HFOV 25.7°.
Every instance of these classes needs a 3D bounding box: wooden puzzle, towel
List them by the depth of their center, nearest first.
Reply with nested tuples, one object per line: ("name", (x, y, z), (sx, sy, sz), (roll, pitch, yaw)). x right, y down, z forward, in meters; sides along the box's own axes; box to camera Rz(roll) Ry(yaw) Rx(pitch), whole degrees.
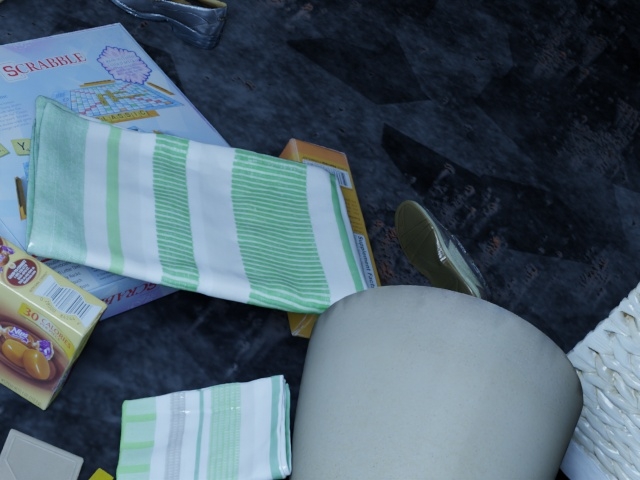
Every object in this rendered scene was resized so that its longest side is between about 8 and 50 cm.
("wooden puzzle", (-0.236, 0.195, 1.170), (0.116, 0.014, 0.078), (29, 33, -5))
("towel", (-0.102, 0.169, 1.219), (0.152, 0.023, 0.113), (-9, 41, 5))
("towel", (-0.116, -0.031, 1.334), (0.325, 0.038, 0.248), (14, 32, -20))

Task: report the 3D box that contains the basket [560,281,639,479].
("basket", (0.440, 0.163, 1.468), (0.331, 0.266, 0.328), (45, 34, 16))

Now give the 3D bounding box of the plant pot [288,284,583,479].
("plant pot", (0.073, 0.223, 1.199), (0.257, 0.256, 0.274), (28, 51, -7))

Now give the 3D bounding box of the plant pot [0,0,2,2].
("plant pot", (-0.411, -0.384, 1.539), (0.237, 0.237, 0.254), (-1, 63, -37))

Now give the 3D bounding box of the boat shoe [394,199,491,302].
("boat shoe", (0.140, 0.019, 1.607), (0.049, 0.056, 0.152), (-11, 64, -48))

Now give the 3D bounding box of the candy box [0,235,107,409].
("candy box", (-0.288, 0.052, 1.211), (0.187, 0.109, 0.053), (32, 37, -2))

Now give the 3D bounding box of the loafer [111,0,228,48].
("loafer", (-0.191, -0.299, 1.709), (0.170, 0.061, 0.062), (23, 39, -11))

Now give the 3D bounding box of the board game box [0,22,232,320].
("board game box", (-0.238, -0.075, 1.422), (0.319, 0.066, 0.318), (-20, 62, -46))

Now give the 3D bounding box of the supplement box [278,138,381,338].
("supplement box", (0.000, 0.000, 1.503), (0.080, 0.078, 0.233), (16, 41, -25))
